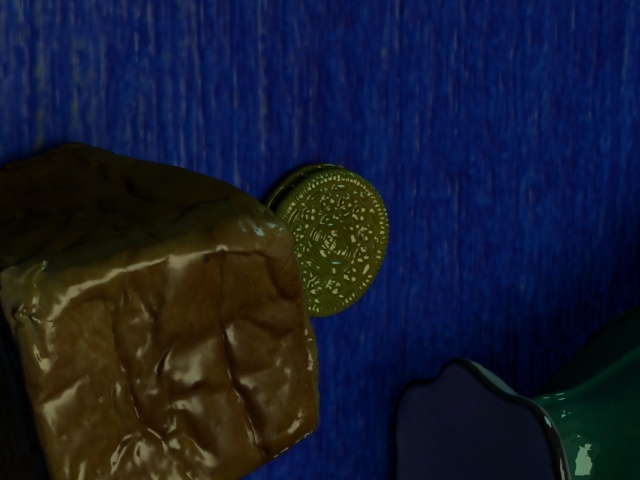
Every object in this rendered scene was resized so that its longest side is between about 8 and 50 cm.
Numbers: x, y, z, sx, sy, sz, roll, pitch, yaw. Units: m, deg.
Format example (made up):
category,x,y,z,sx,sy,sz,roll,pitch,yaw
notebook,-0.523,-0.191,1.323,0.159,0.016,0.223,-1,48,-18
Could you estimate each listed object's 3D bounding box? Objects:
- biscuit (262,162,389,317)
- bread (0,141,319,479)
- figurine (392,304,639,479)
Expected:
category,x,y,z,sx,sy,sz,roll,pitch,yaw
biscuit,0.000,0.000,0.981,0.084,0.023,0.084,-14,113,-35
bread,-0.098,0.043,0.834,0.143,0.158,0.149,-25,122,-32
figurine,0.229,0.142,1.073,0.340,0.231,0.323,-10,110,-30
